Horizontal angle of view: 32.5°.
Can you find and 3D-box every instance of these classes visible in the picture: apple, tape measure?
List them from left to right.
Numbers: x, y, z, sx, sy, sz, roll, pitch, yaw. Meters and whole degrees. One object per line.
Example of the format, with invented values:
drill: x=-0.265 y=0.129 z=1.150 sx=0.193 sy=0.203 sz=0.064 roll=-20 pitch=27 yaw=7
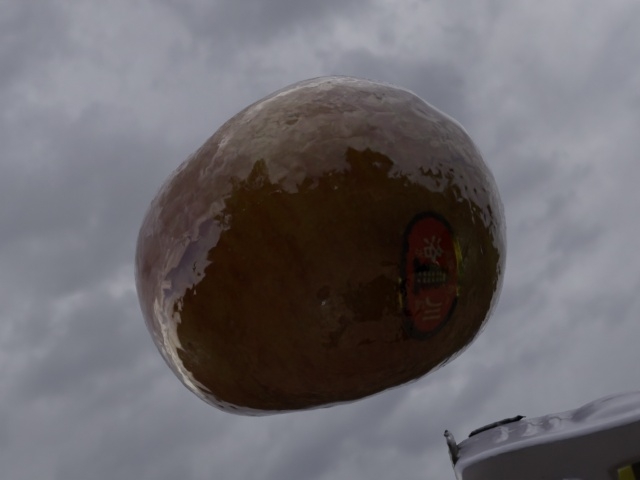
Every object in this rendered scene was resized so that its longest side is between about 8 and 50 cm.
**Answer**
apple: x=0.000 y=0.000 z=1.189 sx=0.400 sy=0.333 sz=0.400 roll=-16 pitch=2 yaw=1
tape measure: x=0.228 y=0.198 z=0.772 sx=0.236 sy=0.197 sz=0.120 roll=-18 pitch=-2 yaw=7
